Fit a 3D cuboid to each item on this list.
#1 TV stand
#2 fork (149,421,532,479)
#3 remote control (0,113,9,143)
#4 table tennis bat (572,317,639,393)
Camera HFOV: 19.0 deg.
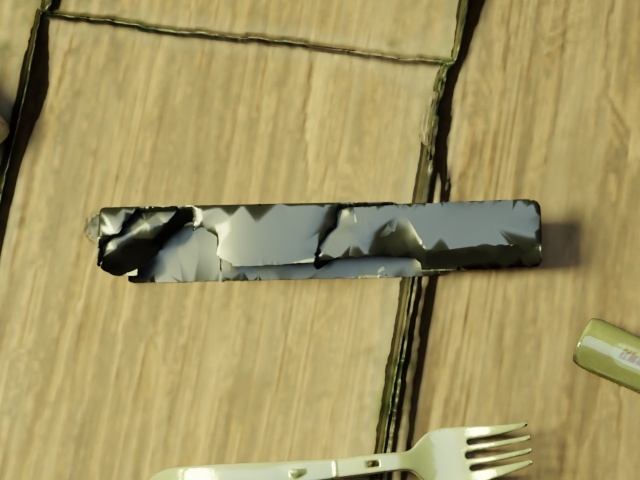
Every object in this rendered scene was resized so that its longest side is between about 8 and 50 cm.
[{"bbox_3d":[0.000,0.000,1.080,0.249,0.042,0.036,-2,73,8],"label":"TV stand"},{"bbox_3d":[0.009,0.129,1.060,0.219,0.028,0.034,-9,82,11],"label":"fork"},{"bbox_3d":[-0.339,-0.151,1.167,0.145,0.050,0.344,-39,74,-2],"label":"remote control"},{"bbox_3d":[0.247,0.103,1.028,0.234,0.022,0.131,24,81,12],"label":"table tennis bat"}]
